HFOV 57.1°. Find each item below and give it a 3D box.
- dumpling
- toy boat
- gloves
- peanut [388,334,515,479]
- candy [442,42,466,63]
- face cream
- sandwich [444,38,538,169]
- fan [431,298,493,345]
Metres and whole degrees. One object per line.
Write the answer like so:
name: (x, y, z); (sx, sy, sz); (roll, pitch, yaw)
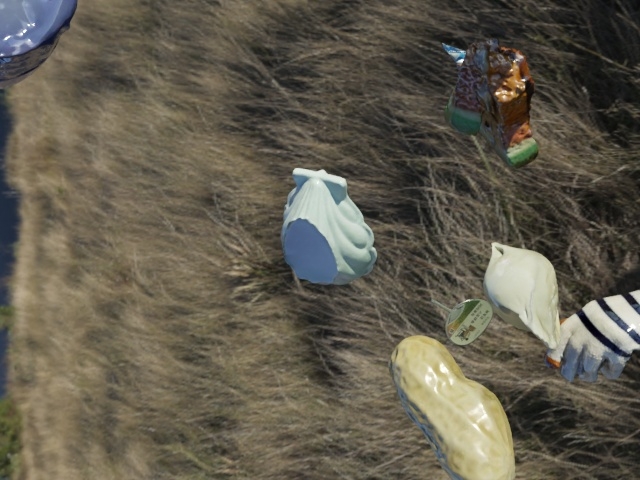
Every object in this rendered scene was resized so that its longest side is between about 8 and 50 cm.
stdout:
dumpling: (0.388, 0.110, 1.080); (0.131, 0.179, 0.252); (-36, 25, 16)
toy boat: (0.000, 0.000, 1.115); (0.199, 0.100, 0.290); (12, 136, 21)
gloves: (0.519, 0.179, 1.092); (0.218, 0.131, 0.140); (-28, 58, 13)
peanut: (0.235, 0.302, 1.059); (0.313, 0.152, 0.152); (54, 135, 39)
candy: (0.431, -0.556, 1.776); (0.088, 0.136, 0.038); (-79, 14, -53)
face cream: (-0.479, -0.351, 0.814); (0.225, 0.249, 0.249); (-2, 93, 56)
sandwich: (0.344, -0.291, 1.248); (0.250, 0.162, 0.301); (64, -177, 33)
fan: (0.154, 0.092, 0.655); (0.003, 0.080, 0.060); (-121, 36, -65)
